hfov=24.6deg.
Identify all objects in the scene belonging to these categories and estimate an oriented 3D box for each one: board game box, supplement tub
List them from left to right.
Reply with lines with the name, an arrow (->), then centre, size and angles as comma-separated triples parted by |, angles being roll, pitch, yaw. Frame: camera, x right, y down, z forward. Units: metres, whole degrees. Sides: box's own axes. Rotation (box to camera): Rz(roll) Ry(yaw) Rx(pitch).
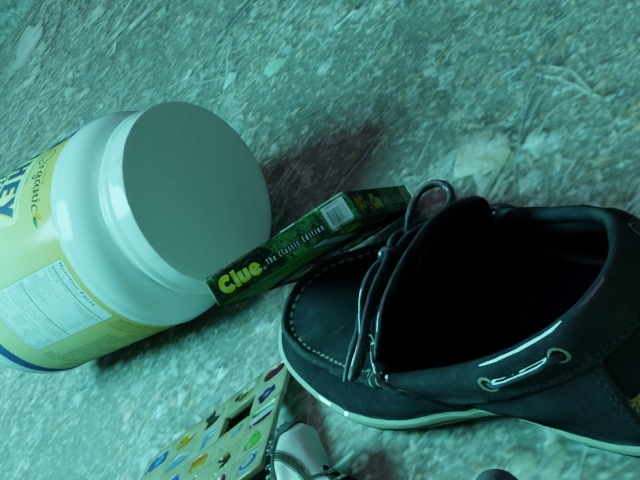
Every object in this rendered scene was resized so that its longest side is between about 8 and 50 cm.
supplement tub -> -0.226, -0.001, 1.541 | 0.316, 0.228, 0.228 | -24, 37, 41
board game box -> 0.000, 0.000, 1.247 | 0.136, 0.030, 0.260 | -30, -4, 12

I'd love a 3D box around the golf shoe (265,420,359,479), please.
golf shoe -> 0.015, 0.206, 1.111 | 0.094, 0.077, 0.198 | -30, 39, 14

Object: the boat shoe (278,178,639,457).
boat shoe -> 0.102, 0.047, 1.078 | 0.500, 0.156, 0.186 | 3, 59, 60

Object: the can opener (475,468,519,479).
can opener -> 0.075, 0.260, 0.916 | 0.076, 0.095, 0.283 | -28, 35, 35

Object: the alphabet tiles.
alphabet tiles -> -0.120, 0.210, 1.305 | 0.237, 0.009, 0.198 | -39, 14, 21
